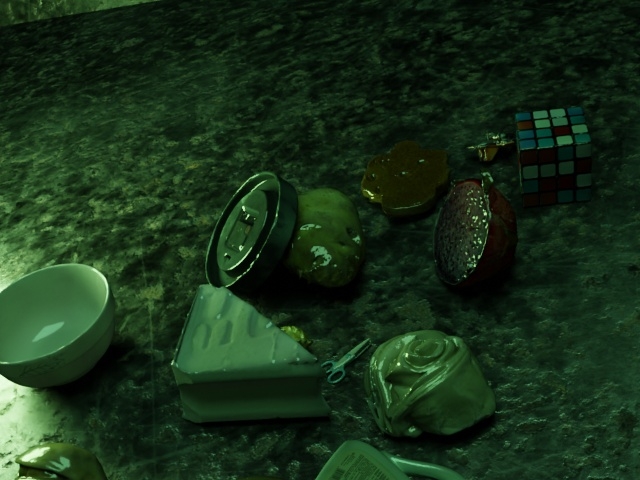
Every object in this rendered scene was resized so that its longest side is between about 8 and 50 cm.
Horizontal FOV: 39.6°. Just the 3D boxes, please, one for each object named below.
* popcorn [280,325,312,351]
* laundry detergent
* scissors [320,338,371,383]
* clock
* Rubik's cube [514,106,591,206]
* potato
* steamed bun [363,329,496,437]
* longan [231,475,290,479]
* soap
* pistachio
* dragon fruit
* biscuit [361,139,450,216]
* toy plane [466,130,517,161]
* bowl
[{"bbox_3d":[-0.056,0.202,1.715,0.083,0.057,0.082,-4,33,-3],"label":"popcorn"},{"bbox_3d":[0.124,0.417,1.338,0.280,0.105,0.215,9,41,31],"label":"laundry detergent"},{"bbox_3d":[0.050,0.224,1.686,0.119,0.014,0.058,-37,43,-22],"label":"scissors"},{"bbox_3d":[-0.148,-0.013,1.897,0.280,0.055,0.281,-39,36,37],"label":"clock"},{"bbox_3d":[0.506,-0.184,1.941,0.151,0.155,0.154,-6,38,11],"label":"Rubik's cube"},{"bbox_3d":[0.000,0.000,1.890,0.191,0.141,0.296,-2,34,-9],"label":"potato"},{"bbox_3d":[0.175,0.230,1.529,0.211,0.144,0.218,-17,36,-2],"label":"steamed bun"},{"bbox_3d":[-0.089,0.488,1.154,0.361,0.361,0.361,-9,37,7],"label":"longan"},{"bbox_3d":[-0.110,0.199,1.663,0.302,0.159,0.258,-3,36,12],"label":"soap"},{"bbox_3d":[-0.457,0.411,1.540,0.184,0.124,0.124,1,39,29],"label":"pistachio"},{"bbox_3d":[0.335,-0.011,1.778,0.148,0.218,0.224,9,76,-20],"label":"dragon fruit"},{"bbox_3d":[0.200,-0.145,2.087,0.208,0.041,0.290,-6,37,11],"label":"biscuit"},{"bbox_3d":[0.445,-0.239,2.111,0.188,0.062,0.135,-21,11,-13],"label":"toy plane"},{"bbox_3d":[-0.546,0.193,1.819,0.287,0.144,0.287,-9,37,7],"label":"bowl"}]
